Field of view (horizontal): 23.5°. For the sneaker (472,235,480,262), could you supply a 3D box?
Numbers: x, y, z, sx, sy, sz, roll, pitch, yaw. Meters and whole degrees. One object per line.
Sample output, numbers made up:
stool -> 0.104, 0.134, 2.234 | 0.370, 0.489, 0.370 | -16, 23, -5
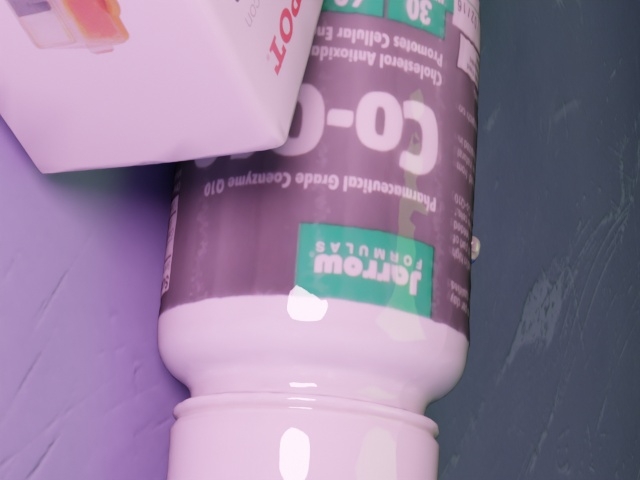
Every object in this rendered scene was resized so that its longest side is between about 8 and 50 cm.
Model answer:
sneaker -> 0.086, -0.048, 1.400 | 0.211, 0.081, 0.080 | 62, 35, -45

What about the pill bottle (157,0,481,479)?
pill bottle -> 0.000, 0.000, 1.017 | 0.204, 0.204, 0.361 | 38, 52, -62

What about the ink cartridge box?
ink cartridge box -> -0.123, -0.263, 0.794 | 0.384, 0.160, 0.279 | 63, 32, -45
